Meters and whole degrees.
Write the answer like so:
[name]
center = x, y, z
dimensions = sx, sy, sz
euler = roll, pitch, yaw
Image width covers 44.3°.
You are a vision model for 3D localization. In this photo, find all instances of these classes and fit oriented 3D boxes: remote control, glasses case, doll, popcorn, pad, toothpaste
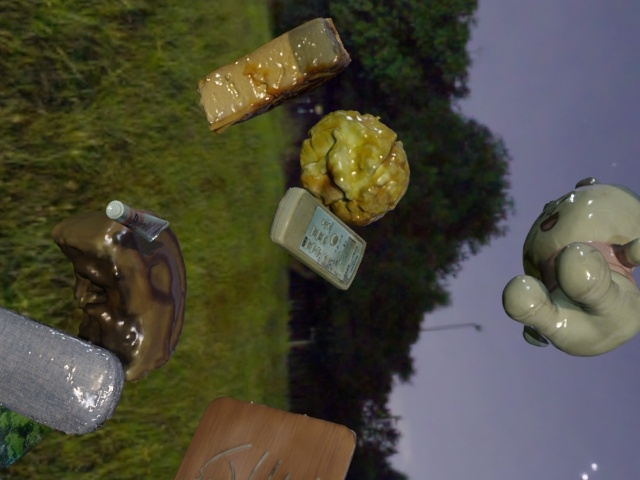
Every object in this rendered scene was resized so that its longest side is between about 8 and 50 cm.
[remote control]
center = 0.000, 0.000, 1.299
dimensions = 0.233, 0.038, 0.098
euler = 39, 71, -52
[glasses case]
center = -0.373, 0.145, 0.957
dimensions = 0.067, 0.282, 0.109
euler = 64, 46, -77
[doll]
center = 0.254, 0.024, 0.758
dimensions = 0.155, 0.113, 0.275
euler = -45, -179, 30
[popcorn]
center = 0.086, -0.169, 1.898
dimensions = 0.282, 0.282, 0.247
euler = 93, 22, -62
[pad]
center = -0.110, 0.396, 1.231
dimensions = 0.286, 0.284, 0.018
euler = -66, 150, -29
[toothpaste]
center = -0.341, -0.035, 1.475
dimensions = 0.036, 0.056, 0.205
euler = 45, 1, 15

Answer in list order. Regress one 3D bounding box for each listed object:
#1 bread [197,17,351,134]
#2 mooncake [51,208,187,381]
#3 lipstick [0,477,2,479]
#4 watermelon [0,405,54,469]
[bread]
center = -0.084, -0.305, 1.452
dimensions = 0.114, 0.275, 0.185
euler = 61, 13, -10
[mooncake]
center = -0.484, 0.121, 1.863
dimensions = 0.394, 0.246, 0.393
euler = 61, 38, -53
[lipstick]
center = -0.556, 0.353, 1.253
dimensions = 0.048, 0.048, 0.158
euler = -99, 180, -51
[watermelon]
center = -0.471, 0.212, 1.094
dimensions = 0.180, 0.224, 0.305
euler = -49, -161, 15
